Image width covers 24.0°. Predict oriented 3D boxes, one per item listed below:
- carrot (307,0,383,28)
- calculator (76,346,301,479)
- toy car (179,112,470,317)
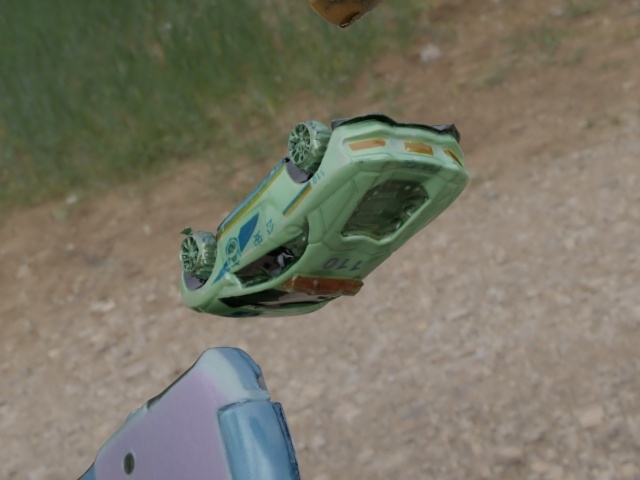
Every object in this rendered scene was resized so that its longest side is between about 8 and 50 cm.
[{"bbox_3d":[0.060,-0.287,1.499,0.173,0.082,0.082,-42,16,16],"label":"carrot"},{"bbox_3d":[-0.090,0.184,0.950,0.051,0.173,0.293,-1,-28,-33],"label":"calculator"},{"bbox_3d":[0.000,0.000,0.742,0.093,0.058,0.186,5,-32,-36],"label":"toy car"}]
